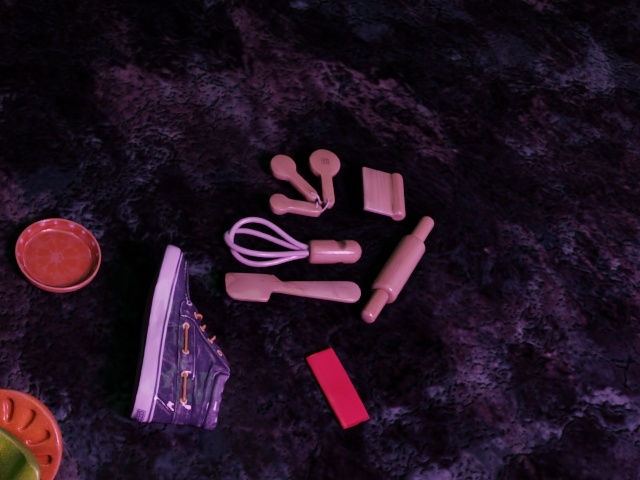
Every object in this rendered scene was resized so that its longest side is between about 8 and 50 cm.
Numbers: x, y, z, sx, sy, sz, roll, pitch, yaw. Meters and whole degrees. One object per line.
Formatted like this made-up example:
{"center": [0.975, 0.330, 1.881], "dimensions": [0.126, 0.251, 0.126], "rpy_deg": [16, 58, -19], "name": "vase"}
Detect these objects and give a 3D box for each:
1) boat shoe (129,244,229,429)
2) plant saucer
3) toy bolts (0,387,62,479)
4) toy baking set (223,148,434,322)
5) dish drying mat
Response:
{"center": [-0.129, 0.095, 1.200], "dimensions": [0.083, 0.065, 0.183], "rpy_deg": [13, 60, -13], "name": "boat shoe"}
{"center": [-0.260, 0.016, 1.233], "dimensions": [0.083, 0.013, 0.083], "rpy_deg": [10, 53, -14], "name": "plant saucer"}
{"center": [-0.354, 0.178, 1.043], "dimensions": [0.228, 0.158, 0.218], "rpy_deg": [40, 93, -3], "name": "toy bolts"}
{"center": [0.007, 0.002, 1.336], "dimensions": [0.197, 0.030, 0.256], "rpy_deg": [27, 51, 3], "name": "toy baking set"}
{"center": [0.017, 0.148, 1.248], "dimensions": [0.032, 0.008, 0.083], "rpy_deg": [-16, 65, -28], "name": "dish drying mat"}
